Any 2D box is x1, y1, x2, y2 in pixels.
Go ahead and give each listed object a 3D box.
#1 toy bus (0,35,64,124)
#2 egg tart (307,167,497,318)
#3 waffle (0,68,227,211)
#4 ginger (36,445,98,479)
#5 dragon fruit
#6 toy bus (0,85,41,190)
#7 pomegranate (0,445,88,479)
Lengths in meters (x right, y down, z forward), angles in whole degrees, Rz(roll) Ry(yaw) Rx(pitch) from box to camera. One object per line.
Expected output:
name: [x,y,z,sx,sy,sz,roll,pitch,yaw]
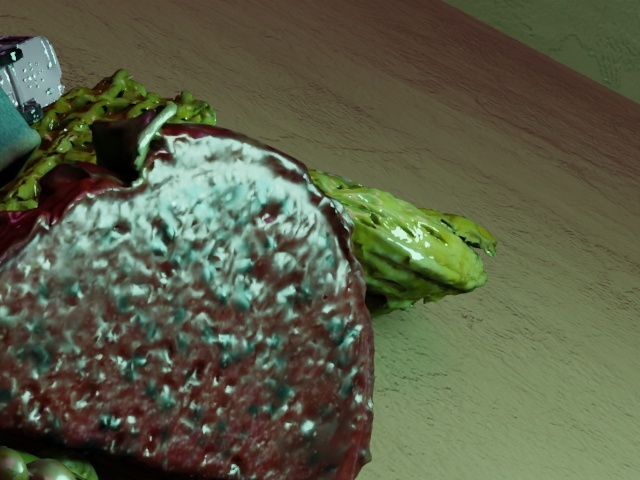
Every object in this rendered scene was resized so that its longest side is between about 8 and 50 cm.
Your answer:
toy bus: [-0.289,-0.095,1.038,0.090,0.063,0.203,7,32,40]
egg tart: [0.000,0.000,1.179,0.297,0.132,0.297,21,7,-3]
waffle: [-0.193,-0.062,1.067,0.245,0.052,0.254,-23,34,-28]
ginger: [-0.123,0.178,0.712,0.176,0.052,0.193,40,11,7]
dragon fruit: [-0.104,0.026,0.849,0.317,0.205,0.152,24,-4,-38]
toy bus: [-0.336,-0.118,0.814,0.323,0.194,0.162,56,20,-10]
pomegranate: [-0.129,0.150,0.495,0.214,0.248,0.214,18,40,-16]
